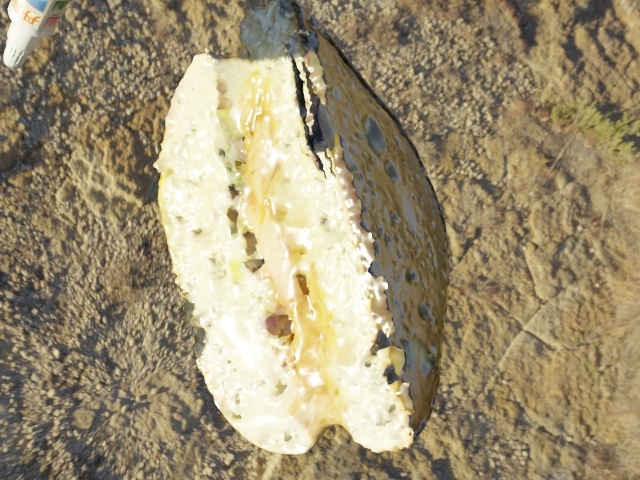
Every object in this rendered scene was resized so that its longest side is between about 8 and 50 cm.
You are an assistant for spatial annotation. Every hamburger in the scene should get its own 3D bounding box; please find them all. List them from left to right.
[{"bbox_3d":[0.000,0.000,0.628,0.286,0.268,0.446,1,69,-56],"label":"hamburger"}]

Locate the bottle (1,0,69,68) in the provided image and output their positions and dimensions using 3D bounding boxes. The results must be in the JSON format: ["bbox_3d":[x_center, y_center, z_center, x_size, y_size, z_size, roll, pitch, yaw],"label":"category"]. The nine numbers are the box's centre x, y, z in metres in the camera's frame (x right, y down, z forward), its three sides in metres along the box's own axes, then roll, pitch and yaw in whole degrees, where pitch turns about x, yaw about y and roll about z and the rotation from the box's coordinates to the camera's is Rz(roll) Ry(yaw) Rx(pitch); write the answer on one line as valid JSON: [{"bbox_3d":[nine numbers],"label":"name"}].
[{"bbox_3d":[-0.355,-0.299,0.686,0.060,0.217,0.060,28,43,-29],"label":"bottle"}]
